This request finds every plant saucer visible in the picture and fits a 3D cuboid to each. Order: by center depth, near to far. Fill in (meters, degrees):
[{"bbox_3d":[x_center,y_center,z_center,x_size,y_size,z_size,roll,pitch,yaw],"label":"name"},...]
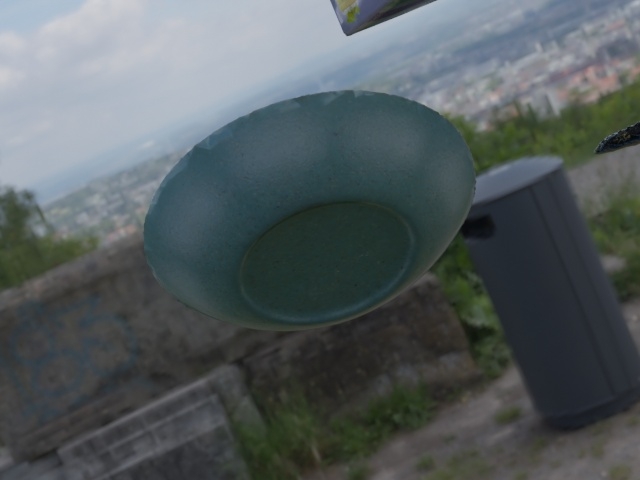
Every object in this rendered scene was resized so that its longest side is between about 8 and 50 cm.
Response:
[{"bbox_3d":[0.000,0.000,0.684,0.195,0.195,0.037,-23,51,5],"label":"plant saucer"}]

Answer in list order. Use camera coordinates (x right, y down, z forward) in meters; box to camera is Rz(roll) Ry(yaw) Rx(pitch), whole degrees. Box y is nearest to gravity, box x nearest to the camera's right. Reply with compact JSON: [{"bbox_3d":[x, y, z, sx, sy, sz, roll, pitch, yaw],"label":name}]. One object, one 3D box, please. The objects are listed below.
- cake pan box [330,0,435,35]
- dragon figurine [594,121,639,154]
[{"bbox_3d":[0.152,-0.240,0.826,0.267,0.070,0.246,-25,5,-20],"label":"cake pan box"},{"bbox_3d":[0.318,-0.133,0.798,0.289,0.144,0.085,-5,32,4],"label":"dragon figurine"}]
